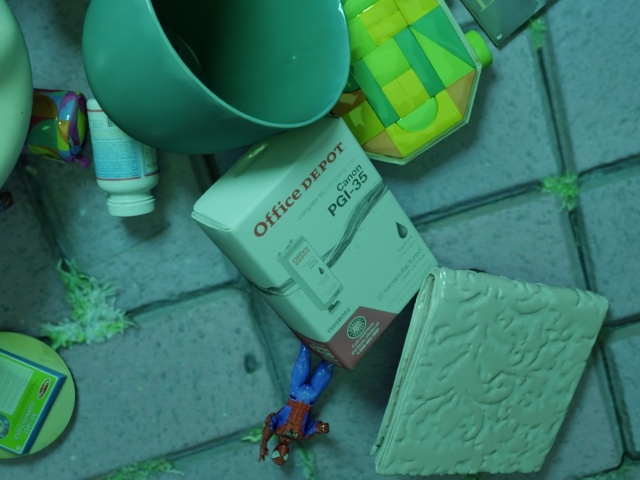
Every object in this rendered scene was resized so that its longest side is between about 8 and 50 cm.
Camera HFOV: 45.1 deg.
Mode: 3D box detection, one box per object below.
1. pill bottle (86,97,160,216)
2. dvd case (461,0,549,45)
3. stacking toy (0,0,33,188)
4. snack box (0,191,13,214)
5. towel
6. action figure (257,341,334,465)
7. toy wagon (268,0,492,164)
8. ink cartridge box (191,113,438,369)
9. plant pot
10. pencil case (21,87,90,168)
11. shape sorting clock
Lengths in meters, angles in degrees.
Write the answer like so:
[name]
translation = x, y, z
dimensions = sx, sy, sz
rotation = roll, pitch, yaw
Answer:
[pill bottle]
translation = -0.268, -0.118, 1.061
dimensions = 0.087, 0.087, 0.160
rotation = -4, 105, -3
[dvd case]
translation = 0.239, -0.406, 1.051
dimensions = 0.164, 0.018, 0.221
rotation = -40, 104, 7
[stacking toy]
translation = -0.609, -0.207, 0.880
dimensions = 0.480, 0.351, 0.350
rotation = 23, 105, 26
[snack box]
translation = -0.469, -0.029, 1.025
dimensions = 0.064, 0.178, 0.022
rotation = -9, 108, -1
[towel]
translation = 0.252, 0.203, 1.147
dimensions = 0.332, 0.053, 0.317
rotation = 9, 106, -29
[action figure]
translation = -0.021, 0.233, 1.151
dimensions = 0.091, 0.139, 0.280
rotation = 18, 106, -7
[toy wagon]
translation = 0.061, -0.274, 1.050
dimensions = 0.267, 0.068, 0.344
rotation = -33, 105, 5
[ink cartridge box]
translation = 0.000, 0.000, 1.021
dimensions = 0.207, 0.117, 0.283
rotation = -48, 123, -15
[plant pot]
translation = -0.148, -0.235, 0.934
dimensions = 0.235, 0.293, 0.293
rotation = -20, 111, 45
[pencil case]
translation = -0.431, -0.159, 1.036
dimensions = 0.236, 0.104, 0.104
rotation = 7, 105, -4
[shape sorting clock]
translation = -0.478, 0.234, 1.167
dimensions = 0.206, 0.040, 0.206
rotation = -1, 102, -5
